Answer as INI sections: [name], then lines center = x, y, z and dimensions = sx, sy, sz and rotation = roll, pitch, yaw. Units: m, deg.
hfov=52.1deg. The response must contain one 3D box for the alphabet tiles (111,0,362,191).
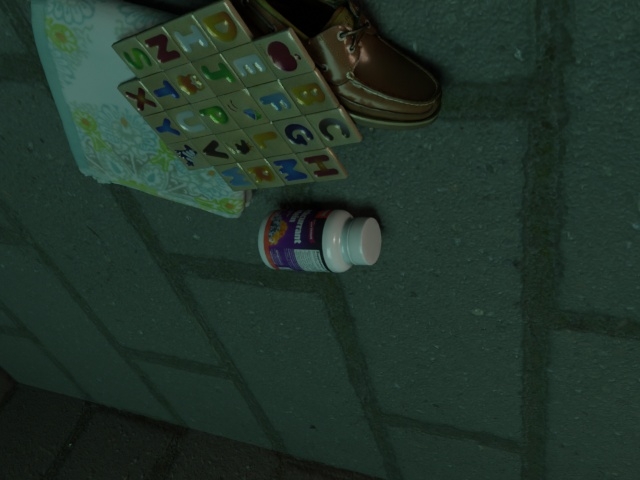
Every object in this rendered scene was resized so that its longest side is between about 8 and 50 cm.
[alphabet tiles]
center = -0.121, -0.175, 0.888
dimensions = 0.343, 0.011, 0.285
rotation = -3, 137, 40

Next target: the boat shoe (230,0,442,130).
[boat shoe]
center = 0.016, -0.237, 0.812
dimensions = 0.308, 0.110, 0.104
rotation = 23, 145, 2

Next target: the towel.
[towel]
center = -0.263, -0.204, 1.041
dimensions = 0.321, 0.090, 0.374
rotation = 15, 143, 8

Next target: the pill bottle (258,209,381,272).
[pill bottle]
center = 0.000, 0.000, 1.123
dimensions = 0.194, 0.108, 0.108
rotation = 1, 138, 28
